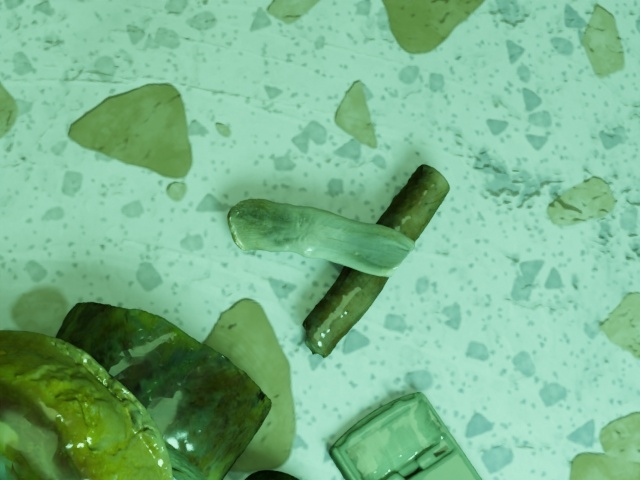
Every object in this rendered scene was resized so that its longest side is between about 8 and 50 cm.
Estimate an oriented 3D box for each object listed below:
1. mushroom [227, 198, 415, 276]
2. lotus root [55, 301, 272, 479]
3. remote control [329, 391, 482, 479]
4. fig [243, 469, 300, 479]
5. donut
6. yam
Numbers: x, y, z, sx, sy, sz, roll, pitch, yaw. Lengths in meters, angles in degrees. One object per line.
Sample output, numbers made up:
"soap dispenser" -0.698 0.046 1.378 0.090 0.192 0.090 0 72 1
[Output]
"mushroom" 0.001 -0.003 1.247 0.202 0.054 0.059 11 82 18
"lotus root" -0.172 0.149 1.184 0.235 0.138 0.119 23 64 6
"remote control" 0.128 0.296 1.220 0.123 0.038 0.285 -33 79 -14
"fig" -0.014 0.302 1.175 0.177 0.117 0.117 32 73 -20
"donut" -0.292 0.252 1.075 0.330 0.160 0.330 3 101 16
"yam" 0.057 0.019 1.272 0.057 0.057 0.241 35 76 4
